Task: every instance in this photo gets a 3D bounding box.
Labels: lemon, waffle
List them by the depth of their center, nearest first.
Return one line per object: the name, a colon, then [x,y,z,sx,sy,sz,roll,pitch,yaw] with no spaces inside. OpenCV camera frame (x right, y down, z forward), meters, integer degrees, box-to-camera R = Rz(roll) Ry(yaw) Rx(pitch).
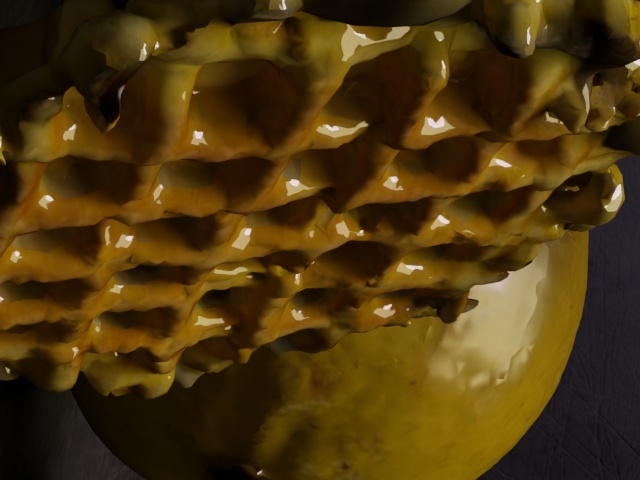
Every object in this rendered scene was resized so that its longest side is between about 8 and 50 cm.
waffle: [-0.018,-0.022,0.698,0.329,0.329,0.062,93,-17,-65]
lemon: [0.000,0.000,1.000,0.297,0.297,0.297,13,90,-85]

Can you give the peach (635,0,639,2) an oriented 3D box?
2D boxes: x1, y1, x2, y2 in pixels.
peach: [0.083,-0.272,0.817,0.416,0.353,0.339,-51,154,-31]
